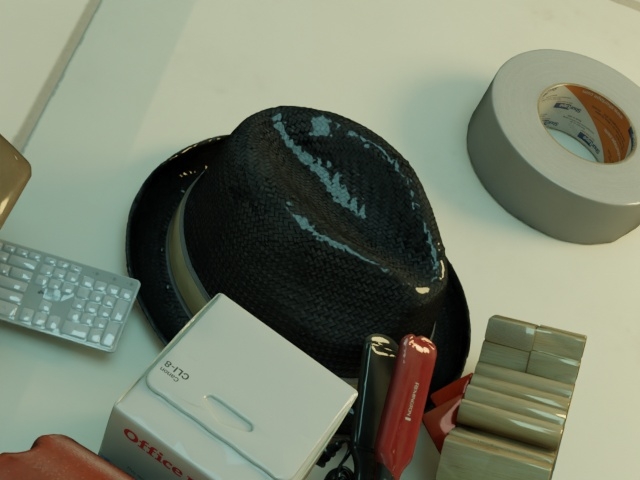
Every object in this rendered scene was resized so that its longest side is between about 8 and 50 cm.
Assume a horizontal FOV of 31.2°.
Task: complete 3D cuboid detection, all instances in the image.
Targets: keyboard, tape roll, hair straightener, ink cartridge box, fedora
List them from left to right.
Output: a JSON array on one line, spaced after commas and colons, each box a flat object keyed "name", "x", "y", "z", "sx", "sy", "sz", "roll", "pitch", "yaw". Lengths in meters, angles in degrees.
[{"name": "keyboard", "x": -0.281, "y": 0.026, "z": 0.939, "sx": 0.256, "sy": 0.014, "sz": 0.072, "roll": 17, "pitch": 49, "yaw": -2}, {"name": "ink cartridge box", "x": -0.077, "y": 0.155, "z": 0.822, "sx": 0.128, "sy": 0.176, "sz": 0.127, "roll": 35, "pitch": 50, "yaw": 7}, {"name": "fedora", "x": 0.000, "y": 0.000, "z": 0.990, "sx": 0.334, "sy": 0.152, "sz": 0.334, "roll": 10, "pitch": 51, "yaw": -13}, {"name": "hair straightener", "x": 0.030, "y": 0.184, "z": 0.886, "sx": 0.047, "sy": 0.089, "sz": 0.230, "roll": 16, "pitch": 79, "yaw": -40}, {"name": "tape roll", "x": 0.270, "y": -0.103, "z": 1.229, "sx": 0.219, "sy": 0.072, "sz": 0.219, "roll": 11, "pitch": 51, "yaw": -14}]

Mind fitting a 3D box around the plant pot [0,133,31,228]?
[{"name": "plant pot", "x": -0.349, "y": -0.045, "z": 0.840, "sx": 0.229, "sy": 0.263, "sz": 0.263, "roll": 31, "pitch": 48, "yaw": -15}]

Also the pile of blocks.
[{"name": "pile of blocks", "x": 0.126, "y": 0.192, "z": 0.920, "sx": 0.113, "sy": 0.149, "sz": 0.362, "roll": 14, "pitch": 38, "yaw": 15}]

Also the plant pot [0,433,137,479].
[{"name": "plant pot", "x": -0.119, "y": 0.270, "z": 0.677, "sx": 0.265, "sy": 0.272, "sz": 0.272, "roll": 33, "pitch": 49, "yaw": 16}]
